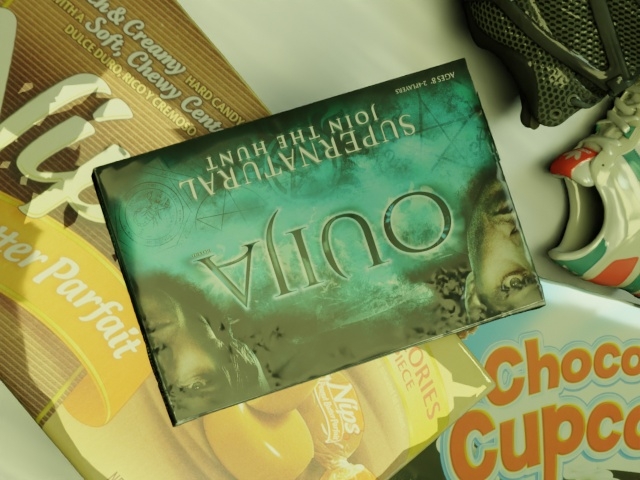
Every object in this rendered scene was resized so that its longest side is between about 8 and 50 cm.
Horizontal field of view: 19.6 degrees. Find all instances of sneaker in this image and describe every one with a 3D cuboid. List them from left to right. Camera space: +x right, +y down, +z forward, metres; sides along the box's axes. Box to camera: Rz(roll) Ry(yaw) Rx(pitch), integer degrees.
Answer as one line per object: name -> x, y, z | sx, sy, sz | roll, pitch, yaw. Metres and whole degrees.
sneaker -> 0.171, -0.051, 1.028 | 0.075, 0.057, 0.161 | 12, 95, -22
sneaker -> 0.180, -0.114, 0.983 | 0.227, 0.087, 0.130 | 15, 126, 6

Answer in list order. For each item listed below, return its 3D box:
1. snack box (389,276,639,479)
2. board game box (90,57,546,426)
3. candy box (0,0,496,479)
snack box -> 0.155, 0.125, 1.039 | 0.322, 0.060, 0.187 | 15, 90, -16
board game box -> 0.000, 0.000, 0.870 | 0.186, 0.026, 0.126 | -18, 86, -11
candy box -> -0.086, 0.010, 0.916 | 0.183, 0.087, 0.316 | -40, 90, -8
